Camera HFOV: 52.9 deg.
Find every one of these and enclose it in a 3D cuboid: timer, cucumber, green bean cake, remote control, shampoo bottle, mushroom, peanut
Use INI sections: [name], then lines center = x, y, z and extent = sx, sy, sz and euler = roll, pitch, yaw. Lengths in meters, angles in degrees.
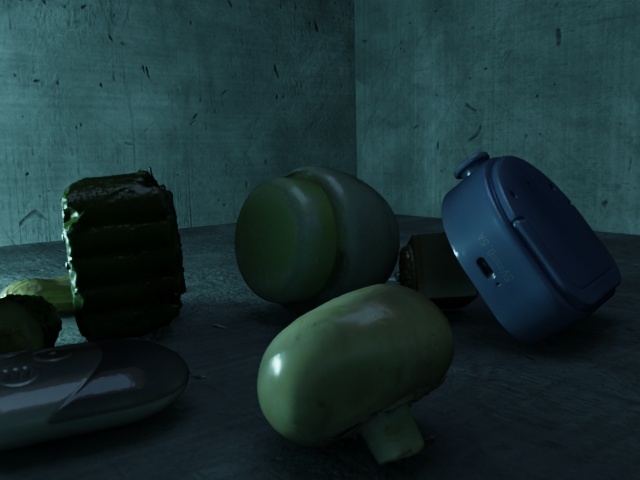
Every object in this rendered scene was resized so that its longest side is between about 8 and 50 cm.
[timer]
center = 0.385, 0.001, 1.251
extent = 0.173, 0.395, 0.395
euler = -42, -18, 34
[cucumber]
center = -0.523, 0.156, 1.144
extent = 0.134, 0.134, 0.244
euler = -2, -1, -7
[green bean cake]
center = -0.394, 0.015, 1.321
extent = 0.218, 0.335, 0.319
euler = -4, 12, -12
[remote control]
center = -0.339, 0.195, 0.845
extent = 0.332, 0.103, 0.221
euler = -4, 10, -29
[shampoo bottle]
center = 0.000, 0.000, 1.405
extent = 0.317, 0.322, 0.322
euler = -2, 6, -42
[mushroom]
center = 0.052, 0.162, 0.748
extent = 0.246, 0.202, 0.246
euler = -26, -25, -13
[peanut]
center = -0.603, 0.124, 1.445
extent = 0.214, 0.090, 0.098
euler = -6, -34, -29

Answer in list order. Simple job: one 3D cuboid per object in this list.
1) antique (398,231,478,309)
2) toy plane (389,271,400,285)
[antique]
center = 0.244, 0.067, 1.369
extent = 0.148, 0.146, 0.152
euler = -4, -15, -2
[toy plane]
center = 0.223, 0.104, 1.576
extent = 0.162, 0.065, 0.171
euler = -14, 4, -6
